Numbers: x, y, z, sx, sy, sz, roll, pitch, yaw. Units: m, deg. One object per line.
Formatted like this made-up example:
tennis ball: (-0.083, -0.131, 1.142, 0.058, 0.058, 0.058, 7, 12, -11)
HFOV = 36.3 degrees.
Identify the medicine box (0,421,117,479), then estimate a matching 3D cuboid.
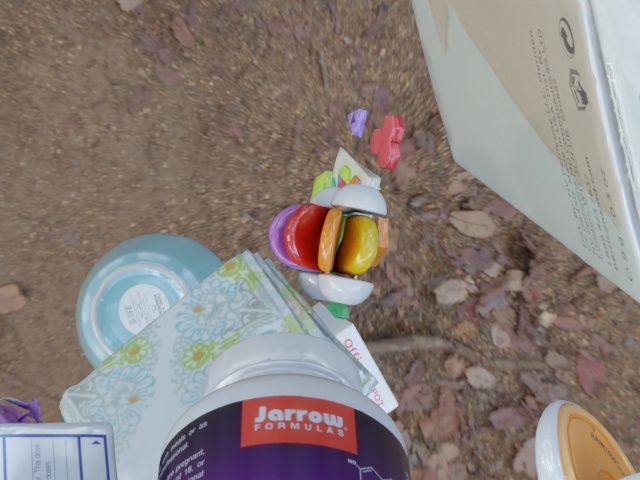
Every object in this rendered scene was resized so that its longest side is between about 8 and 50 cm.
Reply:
medicine box: (-0.303, 0.286, 0.739, 0.289, 0.149, 0.263, 6, 58, -30)

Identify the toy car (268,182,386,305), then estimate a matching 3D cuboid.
toy car: (0.000, 0.000, 1.314, 0.136, 0.182, 0.159, 11, 86, -21)

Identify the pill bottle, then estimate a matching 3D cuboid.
pill bottle: (-0.023, 0.217, 0.645, 0.182, 0.323, 0.181, -2, 130, -2)

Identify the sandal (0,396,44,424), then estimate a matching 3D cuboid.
sandal: (-0.579, 0.360, 1.891, 0.102, 0.416, 0.169, -38, 89, -12)

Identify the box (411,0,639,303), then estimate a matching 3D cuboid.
box: (0.146, -0.085, 0.459, 0.148, 0.311, 0.121, -19, 105, -1)

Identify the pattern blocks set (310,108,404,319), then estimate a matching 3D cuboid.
pattern blocks set: (0.040, -0.044, 1.529, 0.026, 0.285, 0.324, 7, 97, -23)

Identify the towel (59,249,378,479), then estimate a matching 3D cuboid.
towel: (-0.143, 0.215, 1.297, 0.374, 0.090, 0.320, -39, 46, -4)

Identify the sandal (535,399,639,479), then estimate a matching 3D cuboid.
sandal: (0.189, 0.189, 0.455, 0.076, 0.102, 0.265, -35, 63, 29)

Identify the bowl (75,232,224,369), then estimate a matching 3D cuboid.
bowl: (-0.308, 0.135, 1.762, 0.312, 0.163, 0.311, 0, 86, 1)

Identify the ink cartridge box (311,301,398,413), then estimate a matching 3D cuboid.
ink cartridge box: (-0.036, 0.284, 1.855, 0.270, 0.197, 0.198, -33, 107, -12)
